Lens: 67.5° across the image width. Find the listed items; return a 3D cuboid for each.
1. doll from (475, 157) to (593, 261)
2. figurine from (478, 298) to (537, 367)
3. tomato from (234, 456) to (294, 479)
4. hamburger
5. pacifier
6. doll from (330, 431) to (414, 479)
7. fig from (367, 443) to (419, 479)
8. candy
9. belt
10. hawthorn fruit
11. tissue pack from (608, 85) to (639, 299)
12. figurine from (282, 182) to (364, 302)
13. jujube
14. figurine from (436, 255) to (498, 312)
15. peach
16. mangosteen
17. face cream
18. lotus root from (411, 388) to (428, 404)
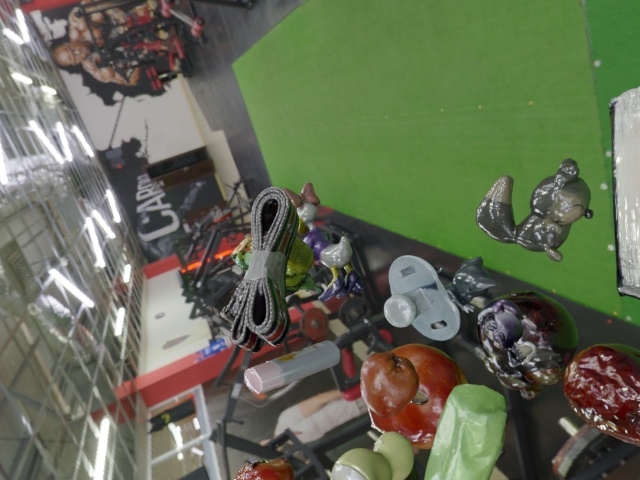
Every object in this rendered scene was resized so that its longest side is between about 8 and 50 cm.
[{"bbox_3d":[0.799,-0.136,1.784,0.252,0.379,0.381,-31,-44,-70],"label":"doll"},{"bbox_3d":[0.622,0.298,1.592,0.145,0.146,0.222,86,160,-52],"label":"figurine"},{"bbox_3d":[-0.146,0.646,1.242,0.167,0.168,0.167,59,164,29],"label":"tomato"},{"bbox_3d":[-0.092,0.055,1.240,0.235,0.214,0.125,34,119,13],"label":"hamburger"},{"bbox_3d":[0.267,0.191,1.403,0.227,0.207,0.278,-35,83,50],"label":"pacifier"},{"bbox_3d":[0.106,0.488,1.002,0.117,0.296,0.141,-13,88,35],"label":"doll"},{"bbox_3d":[0.190,0.690,1.351,0.235,0.215,0.234,-6,-90,-66],"label":"fig"},{"bbox_3d":[0.320,0.479,1.064,0.142,0.132,0.343,14,115,18],"label":"candy"},{"bbox_3d":[-0.111,0.053,1.018,0.094,0.126,0.359,48,-136,-53],"label":"belt"},{"bbox_3d":[0.148,0.322,1.079,0.133,0.133,0.137,36,112,64],"label":"hawthorn fruit"},{"bbox_3d":[0.709,-0.083,0.886,0.253,0.264,0.415,-15,62,57],"label":"tissue pack"},{"bbox_3d":[0.000,0.006,1.619,0.420,0.154,0.193,56,133,15],"label":"figurine"},{"bbox_3d":[0.730,0.368,1.150,0.318,0.223,0.222,-40,-73,-88],"label":"jujube"},{"bbox_3d":[0.489,0.156,1.739,0.193,0.266,0.139,-72,-23,-60],"label":"figurine"},{"bbox_3d":[0.334,0.542,1.674,0.372,0.373,0.290,65,-161,9],"label":"peach"},{"bbox_3d":[0.835,0.404,1.951,0.381,0.382,0.420,-138,34,-59],"label":"mangosteen"},{"bbox_3d":[-0.055,0.261,0.996,0.084,0.199,0.057,-16,85,55],"label":"face cream"},{"bbox_3d":[0.229,0.387,1.194,0.083,0.037,0.030,24,135,41],"label":"lotus root"}]
